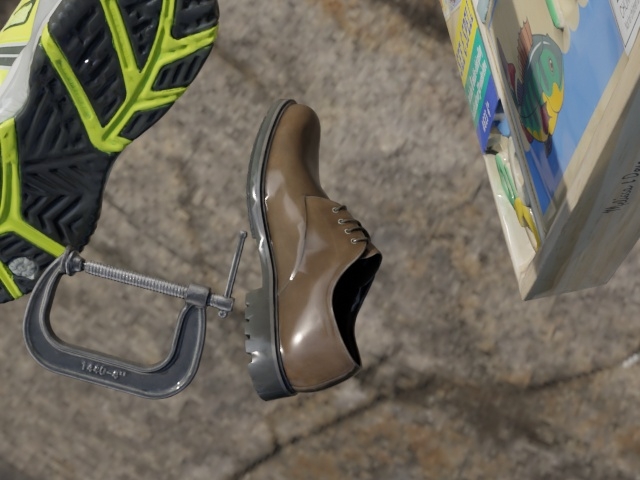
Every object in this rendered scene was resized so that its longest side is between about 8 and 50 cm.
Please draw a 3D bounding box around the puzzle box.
[{"bbox_3d":[0.103,-0.154,0.656,0.052,0.272,0.409,-12,163,-3],"label":"puzzle box"}]

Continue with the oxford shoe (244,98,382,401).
[{"bbox_3d":[0.000,0.000,1.060,0.096,0.227,0.083,-11,158,17],"label":"oxford shoe"}]

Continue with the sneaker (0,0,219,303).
[{"bbox_3d":[-0.212,-0.094,1.152,0.145,0.147,0.384,36,114,-27],"label":"sneaker"}]

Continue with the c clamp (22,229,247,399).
[{"bbox_3d":[-0.142,0.047,1.116,0.160,0.022,0.137,9,95,5],"label":"c clamp"}]
